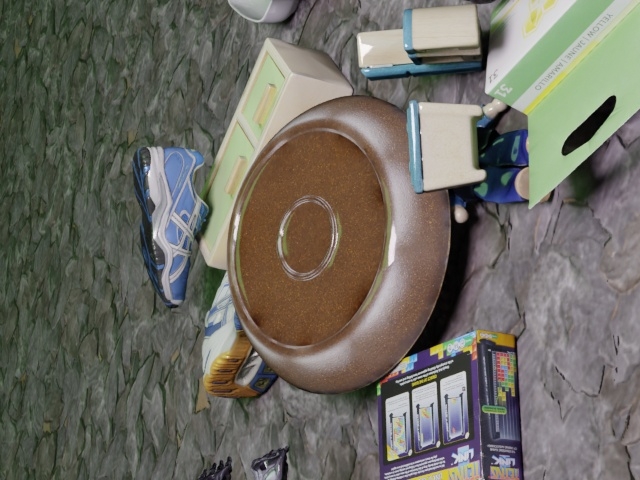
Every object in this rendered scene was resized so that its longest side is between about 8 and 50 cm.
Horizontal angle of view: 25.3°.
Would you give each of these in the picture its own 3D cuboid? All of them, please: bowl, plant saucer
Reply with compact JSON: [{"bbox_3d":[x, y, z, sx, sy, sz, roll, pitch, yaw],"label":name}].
[{"bbox_3d":[-0.058,-0.350,1.833,0.142,0.053,0.142,43,118,58],"label":"bowl"},{"bbox_3d":[0.000,0.000,1.447,0.311,0.050,0.310,-12,73,45],"label":"plant saucer"}]

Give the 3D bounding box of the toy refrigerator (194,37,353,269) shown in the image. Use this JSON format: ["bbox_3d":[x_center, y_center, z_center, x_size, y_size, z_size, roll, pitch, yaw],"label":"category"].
[{"bbox_3d":[-0.068,-0.098,1.719,0.269,0.094,0.102,-64,32,24],"label":"toy refrigerator"}]

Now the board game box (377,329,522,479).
[{"bbox_3d":[0.118,0.172,1.336,0.170,0.048,0.141,-29,58,55],"label":"board game box"}]

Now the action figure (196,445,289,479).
[{"bbox_3d":[-0.010,0.335,1.419,0.164,0.141,0.275,-22,100,27],"label":"action figure"}]

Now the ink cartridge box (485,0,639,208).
[{"bbox_3d":[0.210,-0.166,1.221,0.171,0.056,0.235,-47,23,43],"label":"ink cartridge box"}]

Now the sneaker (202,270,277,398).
[{"bbox_3d":[-0.069,0.057,1.649,0.296,0.112,0.131,-51,39,40],"label":"sneaker"}]

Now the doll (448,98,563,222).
[{"bbox_3d":[0.154,-0.079,1.361,0.189,0.046,0.129,8,79,59],"label":"doll"}]

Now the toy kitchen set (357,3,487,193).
[{"bbox_3d":[0.093,-0.125,1.336,0.207,0.122,0.166,-8,-86,-82],"label":"toy kitchen set"}]

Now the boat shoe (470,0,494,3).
[{"bbox_3d":[0.144,-0.260,1.293,0.092,0.103,0.285,-60,5,18],"label":"boat shoe"}]

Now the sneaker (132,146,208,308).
[{"bbox_3d":[-0.174,-0.014,1.726,0.080,0.081,0.211,-136,40,-56],"label":"sneaker"}]
